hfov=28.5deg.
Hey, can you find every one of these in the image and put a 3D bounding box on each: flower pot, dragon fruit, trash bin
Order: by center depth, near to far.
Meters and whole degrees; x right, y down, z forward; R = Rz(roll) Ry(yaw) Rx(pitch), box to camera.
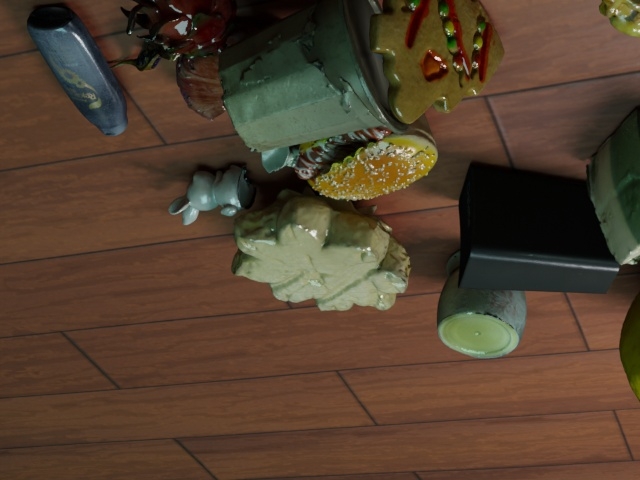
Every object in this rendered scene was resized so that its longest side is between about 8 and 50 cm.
[{"bbox_3d":[-0.016,-0.211,1.589,0.202,0.212,0.212,-15,142,16],"label":"flower pot"},{"bbox_3d":[-0.176,-0.291,1.607,0.142,0.121,0.130,14,168,-34],"label":"dragon fruit"},{"bbox_3d":[0.327,-0.010,1.899,0.225,0.165,0.115,5,147,-1],"label":"trash bin"}]

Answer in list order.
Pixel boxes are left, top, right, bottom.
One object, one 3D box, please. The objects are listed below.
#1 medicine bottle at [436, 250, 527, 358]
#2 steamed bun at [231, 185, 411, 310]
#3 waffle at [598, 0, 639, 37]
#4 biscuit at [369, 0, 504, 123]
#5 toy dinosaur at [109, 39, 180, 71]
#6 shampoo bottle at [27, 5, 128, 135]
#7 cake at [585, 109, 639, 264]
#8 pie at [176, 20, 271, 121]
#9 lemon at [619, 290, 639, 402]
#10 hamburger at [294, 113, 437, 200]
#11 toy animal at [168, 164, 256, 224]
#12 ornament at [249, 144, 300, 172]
[{"bbox_3d":[0.270,0.101,2.095,0.147,0.143,0.147,8,144,6],"label":"medicine bottle"},{"bbox_3d":[0.000,0.000,2.008,0.295,0.137,0.292,-1,151,27],"label":"steamed bun"},{"bbox_3d":[0.440,-0.340,1.467,0.281,0.058,0.301,2,148,9],"label":"waffle"},{"bbox_3d":[0.153,-0.247,1.569,0.238,0.212,0.041,0,177,-42],"label":"biscuit"},{"bbox_3d":[-0.234,-0.260,1.738,0.037,0.058,0.180,42,157,-21],"label":"toy dinosaur"},{"bbox_3d":[-0.335,-0.236,1.785,0.087,0.049,0.234,8,149,21],"label":"shampoo bottle"},{"bbox_3d":[0.541,-0.048,1.794,0.283,0.172,0.158,13,149,-12],"label":"cake"},{"bbox_3d":[-0.094,-0.223,1.754,0.218,0.054,0.204,7,147,0],"label":"pie"},{"bbox_3d":[0.640,0.167,1.963,0.347,0.348,0.348,5,147,3],"label":"lemon"},{"bbox_3d":[0.065,-0.126,1.815,0.173,0.116,0.210,28,142,-33],"label":"hamburger"},{"bbox_3d":[-0.169,-0.072,1.987,0.124,0.085,0.071,1,164,20],"label":"toy animal"},{"bbox_3d":[-0.061,-0.134,1.897,0.068,0.041,0.092,-38,117,20],"label":"ornament"}]
